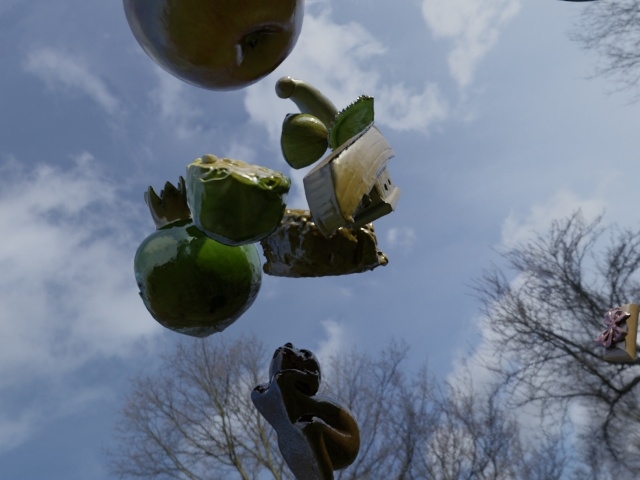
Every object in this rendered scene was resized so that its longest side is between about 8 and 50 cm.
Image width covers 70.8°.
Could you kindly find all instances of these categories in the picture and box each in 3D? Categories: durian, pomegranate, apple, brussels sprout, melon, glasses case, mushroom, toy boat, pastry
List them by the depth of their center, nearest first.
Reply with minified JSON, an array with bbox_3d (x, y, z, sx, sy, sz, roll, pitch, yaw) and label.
[{"bbox_3d":[0.055,-0.081,0.643,0.089,0.321,0.121,-25,-76,25],"label":"toy boat"},{"bbox_3d":[-0.126,-0.055,0.659,0.151,0.149,0.122,13,-80,-15],"label":"brussels sprout"},{"bbox_3d":[0.000,0.000,0.867,0.240,0.235,0.132,-8,-86,-70],"label":"pastry"},{"bbox_3d":[-0.254,0.027,0.996,0.216,0.310,0.359,-17,-89,11],"label":"pomegranate"},{"bbox_3d":[-0.224,-0.525,1.003,0.400,0.333,0.400,-25,-33,-18],"label":"apple"},{"bbox_3d":[0.072,-0.237,1.031,0.086,0.100,0.215,-31,-36,-36],"label":"durian"},{"bbox_3d":[-0.045,-0.283,1.229,0.079,0.128,0.160,8,-100,-72],"label":"melon"},{"bbox_3d":[-0.027,-0.389,1.312,0.103,0.118,0.270,-22,-41,34],"label":"mushroom"},{"bbox_3d":[0.878,0.262,1.344,0.070,0.102,0.193,51,-127,-24],"label":"glasses case"}]

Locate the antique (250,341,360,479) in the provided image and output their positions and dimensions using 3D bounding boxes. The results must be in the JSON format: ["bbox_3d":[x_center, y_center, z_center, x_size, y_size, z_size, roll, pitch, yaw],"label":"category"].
[{"bbox_3d":[-0.019,0.315,0.839,0.143,0.257,0.121,-25,-11,-45],"label":"antique"}]
